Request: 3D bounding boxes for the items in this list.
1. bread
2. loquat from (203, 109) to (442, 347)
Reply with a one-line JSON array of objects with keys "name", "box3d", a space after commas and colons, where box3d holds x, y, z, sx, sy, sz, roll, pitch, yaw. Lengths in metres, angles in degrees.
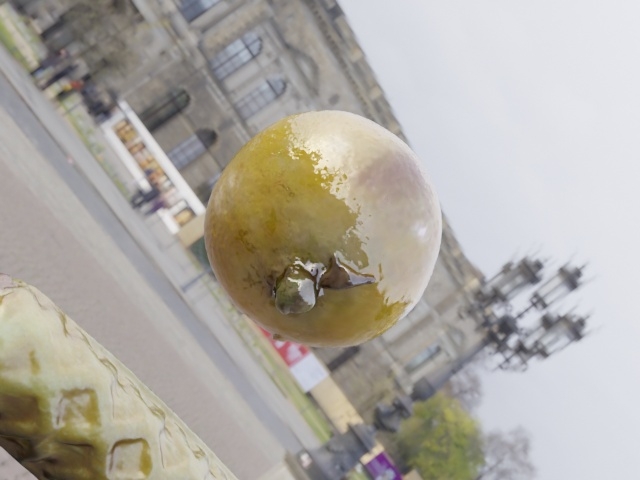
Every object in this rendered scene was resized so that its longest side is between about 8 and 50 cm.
[{"name": "bread", "box3d": [-0.150, 0.124, 0.641, 0.269, 0.087, 0.098, 51, 4, -28]}, {"name": "loquat", "box3d": [0.000, 0.000, 1.329, 0.328, 0.328, 0.359, 55, 25, -18]}]
